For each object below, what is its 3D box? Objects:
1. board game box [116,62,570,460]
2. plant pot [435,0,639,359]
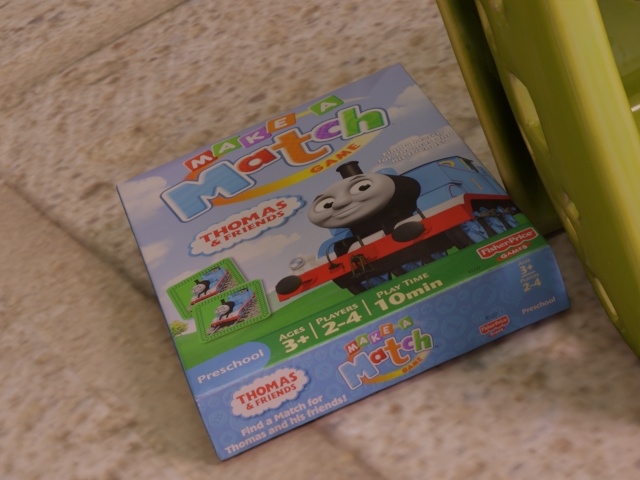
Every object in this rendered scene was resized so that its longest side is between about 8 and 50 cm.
[{"bbox_3d":[0.000,0.000,0.806,0.160,0.039,0.211,-24,29,-4],"label":"board game box"},{"bbox_3d":[0.164,-0.102,0.698,0.228,0.227,0.207,-27,24,-9],"label":"plant pot"}]
